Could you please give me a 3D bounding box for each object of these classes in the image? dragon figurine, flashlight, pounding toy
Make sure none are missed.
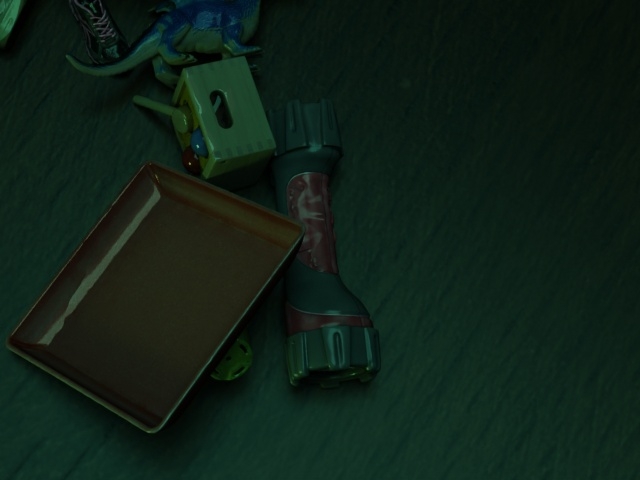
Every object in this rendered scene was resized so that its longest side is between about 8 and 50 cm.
[{"bbox_3d":[-0.146,-0.253,1.759,0.289,0.085,0.144,-10,72,-10],"label":"dragon figurine"},{"bbox_3d":[0.000,0.000,1.684,0.103,0.103,0.304,-4,75,-3],"label":"flashlight"},{"bbox_3d":[-0.128,-0.128,1.712,0.100,0.130,0.141,-14,75,-19],"label":"pounding toy"}]

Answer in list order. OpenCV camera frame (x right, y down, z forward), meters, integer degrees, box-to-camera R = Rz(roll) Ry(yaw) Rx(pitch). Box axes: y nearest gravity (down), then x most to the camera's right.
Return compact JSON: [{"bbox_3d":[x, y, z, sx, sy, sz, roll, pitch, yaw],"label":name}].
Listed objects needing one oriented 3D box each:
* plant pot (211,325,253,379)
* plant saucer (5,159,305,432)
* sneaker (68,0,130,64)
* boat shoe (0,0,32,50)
[{"bbox_3d":[-0.105,0.104,1.643,0.083,0.083,0.079,-20,32,-8],"label":"plant pot"},{"bbox_3d":[-0.164,0.059,1.634,0.259,0.048,0.258,23,70,41],"label":"plant saucer"},{"bbox_3d":[-0.249,-0.243,1.769,0.047,0.057,0.119,-28,78,-12],"label":"sneaker"},{"bbox_3d":[-0.342,-0.289,1.780,0.048,0.056,0.153,22,81,-1],"label":"boat shoe"}]
